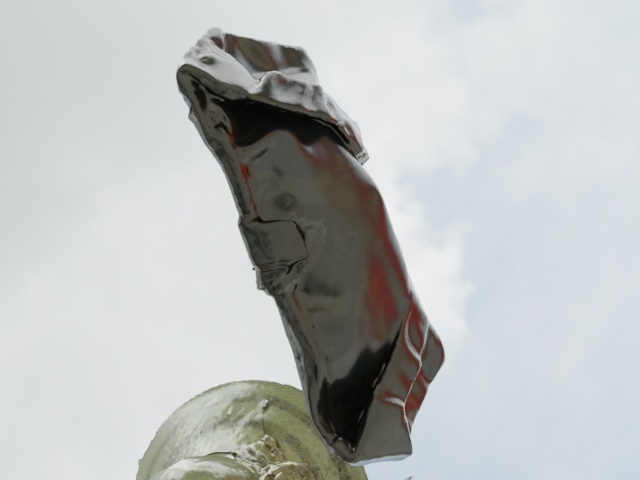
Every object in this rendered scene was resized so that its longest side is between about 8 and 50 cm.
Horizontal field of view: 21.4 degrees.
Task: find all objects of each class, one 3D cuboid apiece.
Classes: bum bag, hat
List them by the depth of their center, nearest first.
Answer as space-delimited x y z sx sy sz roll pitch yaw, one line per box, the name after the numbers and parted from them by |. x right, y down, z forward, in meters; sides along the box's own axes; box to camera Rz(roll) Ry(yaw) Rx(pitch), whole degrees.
0.000 0.000 1.110 0.137 0.074 0.310 -29 -79 -47 | bum bag
-0.089 0.229 1.367 0.110 0.252 0.252 20 -81 -58 | hat

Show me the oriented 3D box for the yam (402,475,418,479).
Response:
0.077 0.179 0.475 0.106 0.106 0.259 -44 -91 -3 | yam
